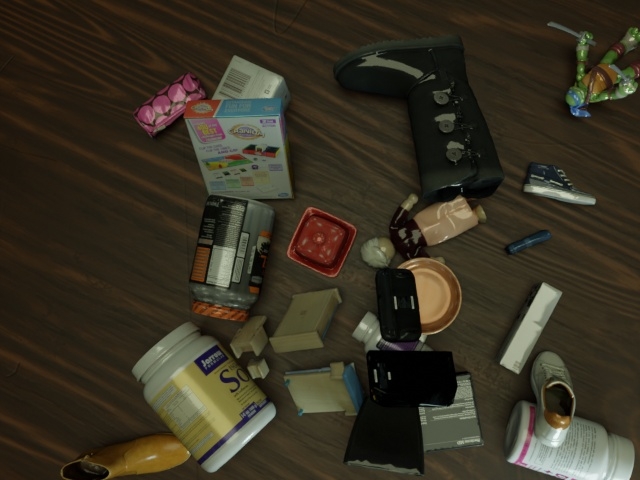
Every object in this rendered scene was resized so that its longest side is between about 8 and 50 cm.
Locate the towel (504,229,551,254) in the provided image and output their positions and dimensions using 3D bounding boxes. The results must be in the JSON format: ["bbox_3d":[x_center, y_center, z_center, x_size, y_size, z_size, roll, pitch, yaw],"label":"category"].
[{"bbox_3d":[0.552,0.004,1.838,0.119,0.067,0.029,-23,85,3],"label":"towel"}]

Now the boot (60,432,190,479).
[{"bbox_3d":[-0.502,0.582,1.804,0.294,0.211,0.104,-8,85,4],"label":"boot"}]

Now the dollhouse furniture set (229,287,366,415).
[{"bbox_3d":[-0.032,0.322,1.863,0.286,0.198,0.304,-11,116,25],"label":"dollhouse furniture set"}]

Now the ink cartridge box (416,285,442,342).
[{"bbox_3d":[0.237,0.226,1.848,0.108,0.062,0.209,21,87,7],"label":"ink cartridge box"}]

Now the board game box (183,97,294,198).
[{"bbox_3d":[-0.202,-0.231,1.806,0.242,0.317,0.064,0,53,4],"label":"board game box"}]

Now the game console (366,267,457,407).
[{"bbox_3d":[0.214,0.232,1.702,0.213,0.044,0.362,4,61,-12],"label":"game console"}]

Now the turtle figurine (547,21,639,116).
[{"bbox_3d":[0.759,-0.467,1.781,0.266,0.198,0.275,-31,125,-15],"label":"turtle figurine"}]

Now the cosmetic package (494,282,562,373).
[{"bbox_3d":[0.540,0.227,1.805,0.060,0.099,0.239,28,87,9],"label":"cosmetic package"}]

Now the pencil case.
[{"bbox_3d":[-0.419,-0.380,1.945,0.209,0.095,0.098,-38,48,3],"label":"pencil case"}]

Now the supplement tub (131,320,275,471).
[{"bbox_3d":[-0.303,0.399,1.789,0.241,0.241,0.331,-42,83,0],"label":"supplement tub"}]

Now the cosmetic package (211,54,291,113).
[{"bbox_3d":[-0.185,-0.378,1.876,0.151,0.184,0.151,26,87,7],"label":"cosmetic package"}]

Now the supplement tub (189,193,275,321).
[{"bbox_3d":[-0.239,0.047,1.839,0.193,0.193,0.316,11,87,6],"label":"supplement tub"}]

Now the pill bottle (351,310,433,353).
[{"bbox_3d":[0.180,0.267,1.762,0.193,0.108,0.108,35,89,7],"label":"pill bottle"}]

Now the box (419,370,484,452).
[{"bbox_3d":[0.276,0.453,1.804,0.261,0.103,0.185,-9,81,5],"label":"box"}]

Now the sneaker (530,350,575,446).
[{"bbox_3d":[0.586,0.361,1.702,0.105,0.290,0.123,13,127,5],"label":"sneaker"}]

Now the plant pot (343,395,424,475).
[{"bbox_3d":[0.161,0.473,1.680,0.187,0.188,0.167,6,72,7],"label":"plant pot"}]

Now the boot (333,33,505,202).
[{"bbox_3d":[0.249,-0.305,1.815,0.366,0.146,0.446,-11,74,3],"label":"boot"}]

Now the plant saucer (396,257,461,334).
[{"bbox_3d":[0.267,0.145,1.803,0.199,0.037,0.200,0,83,4],"label":"plant saucer"}]

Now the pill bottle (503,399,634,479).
[{"bbox_3d":[0.622,0.520,1.740,0.282,0.160,0.161,16,86,6],"label":"pill bottle"}]

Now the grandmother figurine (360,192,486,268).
[{"bbox_3d":[0.269,-0.018,1.853,0.342,0.104,0.208,-25,76,5],"label":"grandmother figurine"}]

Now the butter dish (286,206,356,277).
[{"bbox_3d":[0.000,0.000,1.860,0.159,0.118,0.160,25,87,6],"label":"butter dish"}]

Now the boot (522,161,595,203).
[{"bbox_3d":[0.644,-0.153,1.843,0.189,0.069,0.086,13,89,8],"label":"boot"}]
